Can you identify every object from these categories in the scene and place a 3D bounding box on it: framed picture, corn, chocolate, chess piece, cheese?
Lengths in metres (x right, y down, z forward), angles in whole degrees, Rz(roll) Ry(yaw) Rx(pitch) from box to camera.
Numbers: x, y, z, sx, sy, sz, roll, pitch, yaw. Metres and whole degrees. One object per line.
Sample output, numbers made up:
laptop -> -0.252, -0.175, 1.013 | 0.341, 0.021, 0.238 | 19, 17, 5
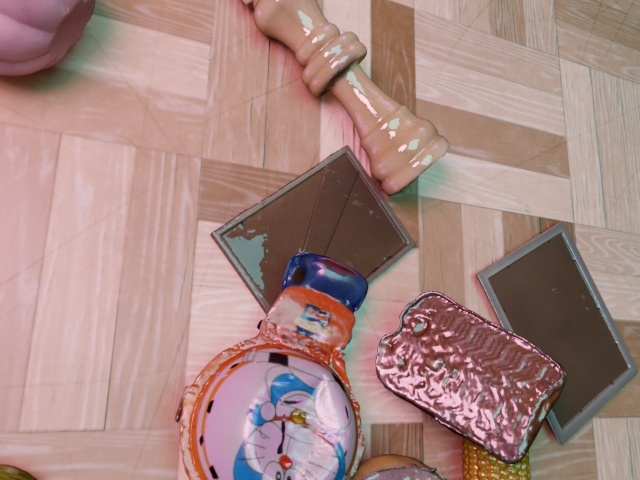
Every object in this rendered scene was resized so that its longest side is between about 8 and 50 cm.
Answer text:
framed picture -> 0.000, 0.000, 0.729 | 0.250, 0.016, 0.184 | -38, 95, -27
framed picture -> 0.392, 0.141, 0.874 | 0.232, 0.019, 0.296 | -25, 88, -27
corn -> 0.243, 0.255, 0.741 | 0.091, 0.091, 0.260 | 20, 65, -37
chocolate -> 0.186, 0.174, 0.687 | 0.214, 0.093, 0.148 | 30, 75, 25
chess piece -> 0.014, -0.246, 0.740 | 0.397, 0.117, 0.117 | 49, 64, -6
cheese -> -0.036, 0.169, 0.607 | 0.217, 0.129, 0.329 | 26, 63, -10

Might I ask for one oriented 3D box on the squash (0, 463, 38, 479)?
squash -> -0.253, 0.332, 0.509 | 0.318, 0.080, 0.071 | 64, 25, -1

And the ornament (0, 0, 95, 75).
ornament -> -0.332, -0.269, 0.551 | 0.177, 0.177, 0.178 | 6, 76, -23

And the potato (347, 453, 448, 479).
potato -> 0.042, 0.355, 0.623 | 0.138, 0.098, 0.243 | 43, 71, -6
